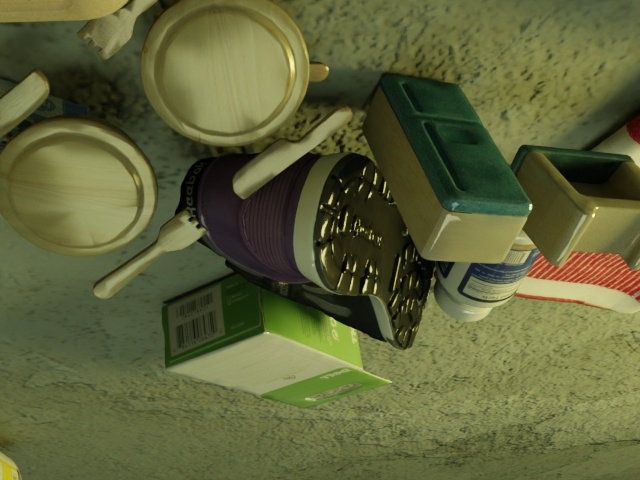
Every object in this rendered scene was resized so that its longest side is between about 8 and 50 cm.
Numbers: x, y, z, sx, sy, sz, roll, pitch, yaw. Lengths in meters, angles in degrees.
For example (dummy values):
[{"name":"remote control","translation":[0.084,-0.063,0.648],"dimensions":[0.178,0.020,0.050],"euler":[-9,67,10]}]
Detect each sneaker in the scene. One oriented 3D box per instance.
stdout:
[{"name":"sneaker","translation":[0.000,0.000,0.636],"dimensions":[0.124,0.107,0.283],"euler":[10,166,23]}]

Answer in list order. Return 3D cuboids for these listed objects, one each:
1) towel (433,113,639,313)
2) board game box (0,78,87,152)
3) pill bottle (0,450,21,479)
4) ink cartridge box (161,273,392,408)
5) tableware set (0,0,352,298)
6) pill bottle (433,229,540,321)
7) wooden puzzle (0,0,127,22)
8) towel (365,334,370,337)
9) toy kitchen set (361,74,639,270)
[{"name":"towel","translation":[0.276,-0.023,0.704],"dimensions":[0.237,0.037,0.329],"euler":[9,149,-28]},{"name":"board game box","translation":[-0.196,-0.060,0.514],"dimensions":[0.090,0.020,0.090],"euler":[16,143,-38]},{"name":"pill bottle","translation":[-0.409,0.261,0.986],"dimensions":[0.103,0.103,0.184],"euler":[-8,153,-1]},{"name":"ink cartridge box","translation":[-0.034,0.096,0.816],"dimensions":[0.109,0.062,0.209],"euler":[-23,150,27]},{"name":"tableware set","translation":[-0.092,-0.064,0.483],"dimensions":[0.194,0.039,0.128],"euler":[-34,121,16]},{"name":"pill bottle","translation":[0.125,0.008,0.667],"dimensions":[0.067,0.067,0.120],"euler":[-1,142,-15]},{"name":"wooden puzzle","translation":[-0.191,-0.158,0.311],"dimensions":[0.239,0.044,0.221],"euler":[-8,153,-10]},{"name":"towel","translation":[0.014,0.052,0.759],"dimensions":[0.009,0.060,0.083],"euler":[-46,146,0]},{"name":"toy kitchen set","translation":[0.157,-0.083,0.501],"dimensions":[0.207,0.122,0.166],"euler":[4,131,-23]}]
